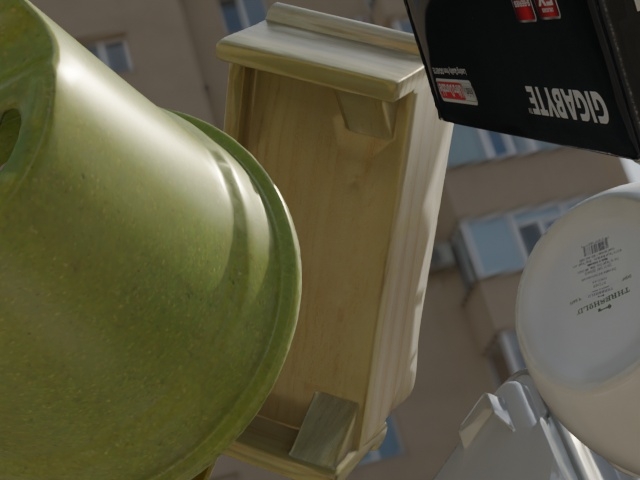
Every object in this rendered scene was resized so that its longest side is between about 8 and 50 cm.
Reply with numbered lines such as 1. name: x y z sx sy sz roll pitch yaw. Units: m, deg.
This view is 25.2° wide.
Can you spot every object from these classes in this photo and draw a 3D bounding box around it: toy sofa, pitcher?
1. toy sofa: 0.000 0.000 1.166 0.150 0.362 0.177 16 25 19
2. pitcher: 0.165 0.060 0.635 0.207 0.125 0.178 22 -40 -38

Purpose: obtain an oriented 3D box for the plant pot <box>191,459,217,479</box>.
1. plant pot: -0.222 0.148 1.306 0.187 0.212 0.212 -14 -46 45

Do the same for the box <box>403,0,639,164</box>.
1. box: 0.060 -0.121 0.454 0.051 0.175 0.220 -20 11 -6

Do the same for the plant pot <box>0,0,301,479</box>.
1. plant pot: -0.175 -0.009 0.784 0.276 0.276 0.254 -19 -27 7

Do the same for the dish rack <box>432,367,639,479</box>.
1. dish rack: 0.098 0.261 1.014 0.072 0.285 0.333 26 -69 -17
